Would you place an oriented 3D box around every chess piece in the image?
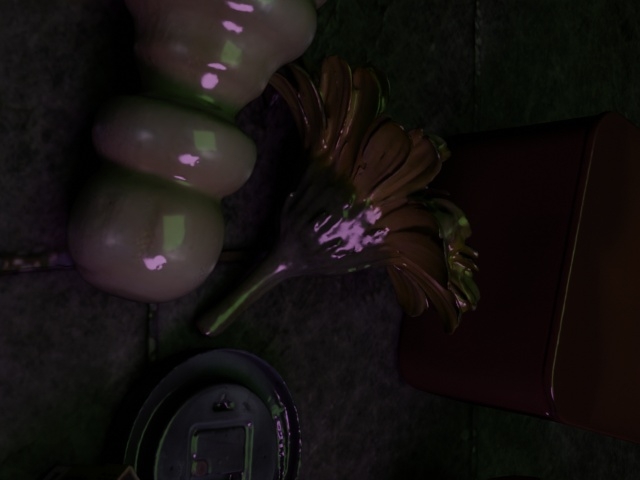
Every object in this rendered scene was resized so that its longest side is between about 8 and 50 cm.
[{"bbox_3d":[-0.114,-0.107,0.836,0.182,0.182,0.330,23,81,-43],"label":"chess piece"}]

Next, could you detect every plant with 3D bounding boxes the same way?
[{"bbox_3d":[0.029,-0.017,0.997,0.306,0.297,0.261,46,20,12],"label":"plant"}]

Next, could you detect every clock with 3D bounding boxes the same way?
[{"bbox_3d":[-0.108,0.207,0.931,0.215,0.042,0.215,-2,92,-44],"label":"clock"}]

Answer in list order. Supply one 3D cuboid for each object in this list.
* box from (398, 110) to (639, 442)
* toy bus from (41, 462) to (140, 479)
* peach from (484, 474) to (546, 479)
[{"bbox_3d":[0.261,0.043,1.161,0.239,0.229,0.339,21,76,-44],"label":"box"},{"bbox_3d":[-0.250,0.298,0.733,0.301,0.139,0.113,-45,121,-44],"label":"toy bus"},{"bbox_3d":[0.205,0.470,1.112,0.380,0.242,0.306,68,21,2],"label":"peach"}]
